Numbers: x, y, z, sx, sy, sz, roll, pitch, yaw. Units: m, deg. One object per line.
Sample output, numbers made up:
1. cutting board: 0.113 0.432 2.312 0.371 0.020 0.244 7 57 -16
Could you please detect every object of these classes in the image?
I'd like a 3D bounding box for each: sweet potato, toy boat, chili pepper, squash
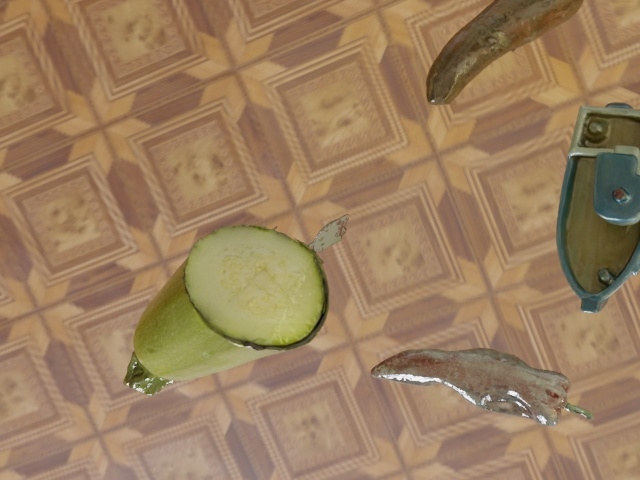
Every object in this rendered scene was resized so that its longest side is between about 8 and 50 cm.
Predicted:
1. sweet potato: 0.218 -0.251 1.230 0.273 0.075 0.075 -38 99 -23
2. toy boat: 0.270 -0.037 0.984 0.088 0.102 0.215 7 84 21
3. chili pepper: 0.112 0.095 0.703 0.153 0.041 0.050 15 132 8
4. squash: -0.125 0.072 1.020 0.287 0.137 0.137 -25 103 50

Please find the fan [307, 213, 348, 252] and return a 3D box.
1. fan: 0.000 0.000 1.174 0.004 0.083 0.056 47 150 22
